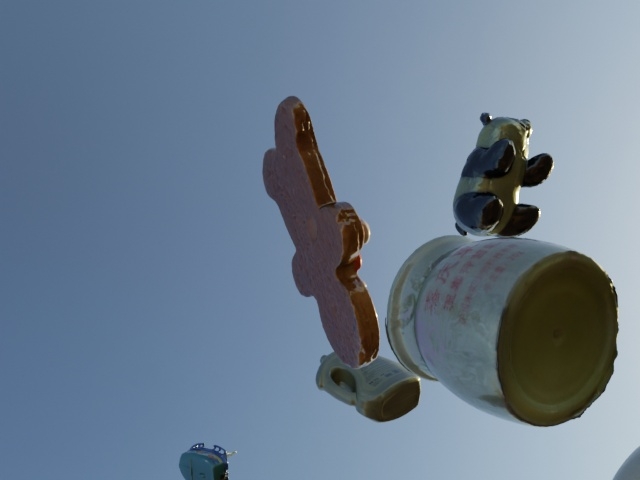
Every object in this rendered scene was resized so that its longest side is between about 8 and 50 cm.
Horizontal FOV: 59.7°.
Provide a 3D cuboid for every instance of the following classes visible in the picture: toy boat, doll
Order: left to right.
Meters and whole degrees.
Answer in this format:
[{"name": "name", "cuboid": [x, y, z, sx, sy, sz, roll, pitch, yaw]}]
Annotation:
[{"name": "toy boat", "cuboid": [-0.212, 0.440, 1.101, 0.110, 0.175, 0.091, -2, -95, -44]}, {"name": "doll", "cuboid": [0.316, -0.112, 0.999, 0.144, 0.135, 0.234, 13, -84, -35]}]

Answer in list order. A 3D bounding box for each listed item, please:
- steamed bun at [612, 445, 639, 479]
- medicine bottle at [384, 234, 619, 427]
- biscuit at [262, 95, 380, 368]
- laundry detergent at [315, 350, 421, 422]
[{"name": "steamed bun", "cuboid": [0.597, 0.429, 0.809, 0.334, 0.333, 0.374, -7, -35, -33]}, {"name": "medicine bottle", "cuboid": [0.149, 0.068, 0.476, 0.147, 0.143, 0.147, -3, -83, -27]}, {"name": "biscuit", "cuboid": [0.003, -0.001, 0.690, 0.049, 0.323, 0.205, -12, -22, -22]}, {"name": "laundry detergent", "cuboid": [0.087, 0.311, 1.248, 0.181, 0.253, 0.091, -13, -71, -39]}]
